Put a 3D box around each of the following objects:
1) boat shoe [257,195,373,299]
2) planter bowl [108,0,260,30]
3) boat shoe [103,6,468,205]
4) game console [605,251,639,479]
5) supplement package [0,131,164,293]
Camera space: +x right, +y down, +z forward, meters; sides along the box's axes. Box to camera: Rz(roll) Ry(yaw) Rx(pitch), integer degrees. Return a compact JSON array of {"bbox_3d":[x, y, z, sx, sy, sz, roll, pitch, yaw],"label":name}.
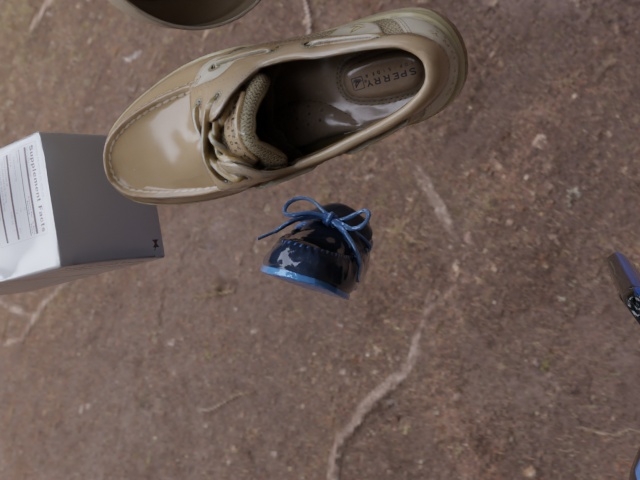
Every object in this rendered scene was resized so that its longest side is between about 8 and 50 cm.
[{"bbox_3d":[0.000,0.000,0.863,0.258,0.109,0.089,-31,-40,-86],"label":"boat shoe"},{"bbox_3d":[-0.123,-0.242,0.688,0.109,0.162,0.162,12,84,58],"label":"planter bowl"},{"bbox_3d":[-0.054,-0.104,0.721,0.341,0.110,0.122,-18,101,24],"label":"boat shoe"},{"bbox_3d":[0.349,0.174,0.975,0.173,0.293,0.250,-39,87,15],"label":"game console"},{"bbox_3d":[-0.304,-0.021,0.947,0.244,0.139,0.134,-13,85,37],"label":"supplement package"}]
